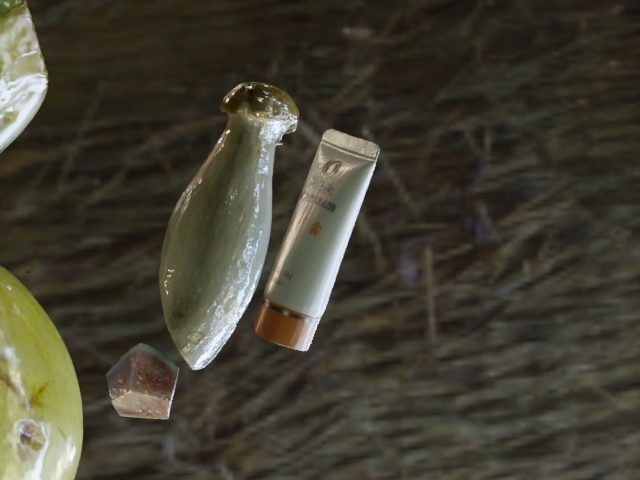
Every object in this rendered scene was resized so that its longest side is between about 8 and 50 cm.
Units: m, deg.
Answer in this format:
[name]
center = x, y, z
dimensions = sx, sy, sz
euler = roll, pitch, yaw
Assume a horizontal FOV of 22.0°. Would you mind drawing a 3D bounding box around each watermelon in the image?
[watermelon]
center = -0.210, 0.169, 1.960
dimensions = 0.072, 0.085, 0.092
euler = -177, -94, -76

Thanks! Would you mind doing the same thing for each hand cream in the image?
[hand cream]
center = 0.000, 0.000, 2.331
dimensions = 0.140, 0.089, 0.314
euler = 19, -90, 54

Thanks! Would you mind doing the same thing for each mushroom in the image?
[mushroom]
center = -0.115, -0.020, 1.955
dimensions = 0.128, 0.128, 0.350
euler = 9, -100, 65

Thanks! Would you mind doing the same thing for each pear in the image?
[pear]
center = -0.365, 0.160, 1.475
dimensions = 0.309, 0.309, 0.309
euler = 178, -90, -66

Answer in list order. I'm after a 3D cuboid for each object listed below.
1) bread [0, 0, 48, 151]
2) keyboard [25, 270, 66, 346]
[bread]
center = -0.505, -0.241, 1.932
dimensions = 0.395, 0.239, 0.264
euler = 42, -29, 35
[keyboard]
center = -0.387, 0.189, 2.092
dimensions = 0.041, 0.103, 0.381
euler = -39, -149, 44
